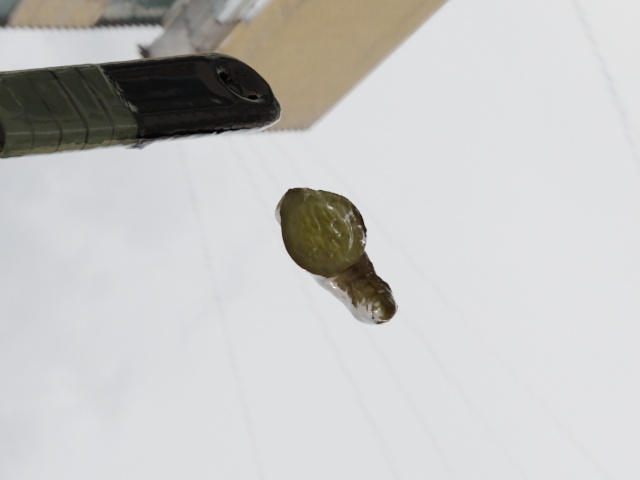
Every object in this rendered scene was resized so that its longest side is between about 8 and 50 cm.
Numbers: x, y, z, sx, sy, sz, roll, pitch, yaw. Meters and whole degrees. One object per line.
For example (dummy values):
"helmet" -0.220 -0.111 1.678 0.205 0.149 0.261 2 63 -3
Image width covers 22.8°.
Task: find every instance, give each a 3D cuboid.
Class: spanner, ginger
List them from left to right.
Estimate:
"spanner" -0.115 -0.048 0.544 0.087 0.024 0.316 49 -149 17
"ginger" 0.000 0.000 0.632 0.030 0.048 0.097 -27 -143 -10
